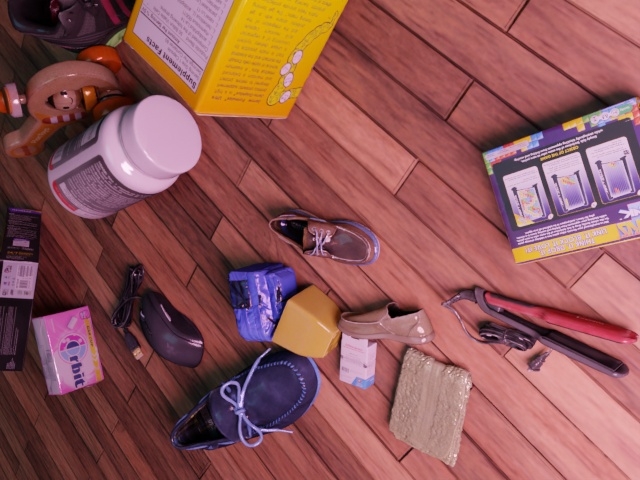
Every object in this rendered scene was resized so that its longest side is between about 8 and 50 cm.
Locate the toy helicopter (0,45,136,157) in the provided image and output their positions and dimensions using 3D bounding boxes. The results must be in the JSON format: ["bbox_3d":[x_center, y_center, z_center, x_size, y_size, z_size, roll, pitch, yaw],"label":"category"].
[{"bbox_3d":[-0.541,-0.245,1.130,0.355,0.234,0.140,-25,83,38],"label":"toy helicopter"}]

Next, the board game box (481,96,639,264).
[{"bbox_3d":[0.284,-0.061,0.642,0.170,0.048,0.141,-17,89,38],"label":"board game box"}]

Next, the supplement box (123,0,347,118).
[{"bbox_3d":[-0.087,-0.368,0.782,0.194,0.195,0.357,46,121,23],"label":"supplement box"}]

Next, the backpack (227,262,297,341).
[{"bbox_3d":[-0.088,0.102,0.927,0.101,0.098,0.120,-1,96,34],"label":"backpack"}]

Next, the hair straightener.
[{"bbox_3d":[0.250,0.119,0.700,0.230,0.047,0.089,15,106,35],"label":"hair straightener"}]

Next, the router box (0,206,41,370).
[{"bbox_3d":[-0.724,0.113,1.370,0.243,0.080,0.309,54,130,52],"label":"router box"}]

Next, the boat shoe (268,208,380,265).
[{"bbox_3d":[0.000,0.000,0.860,0.183,0.066,0.066,15,107,35],"label":"boat shoe"}]

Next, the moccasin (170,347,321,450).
[{"bbox_3d":[-0.134,0.298,0.984,0.342,0.116,0.138,-43,72,35],"label":"moccasin"}]

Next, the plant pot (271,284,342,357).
[{"bbox_3d":[-0.010,0.132,0.886,0.083,0.081,0.081,32,116,19],"label":"plant pot"}]

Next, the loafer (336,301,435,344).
[{"bbox_3d":[0.091,0.113,0.820,0.147,0.056,0.050,2,98,27],"label":"loafer"}]

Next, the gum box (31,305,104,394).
[{"bbox_3d":[-0.577,0.255,1.327,0.062,0.107,0.189,-12,90,39],"label":"gum box"}]

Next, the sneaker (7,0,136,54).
[{"bbox_3d":[-0.374,-0.456,0.983,0.482,0.202,0.186,-23,85,38],"label":"sneaker"}]

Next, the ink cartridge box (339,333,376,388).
[{"bbox_3d":[0.057,0.174,0.871,0.048,0.028,0.084,12,105,36],"label":"ink cartridge box"}]

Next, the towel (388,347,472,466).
[{"bbox_3d":[0.152,0.231,0.809,0.110,0.027,0.148,18,110,35],"label":"towel"}]

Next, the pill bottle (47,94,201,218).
[{"bbox_3d":[-0.355,-0.147,1.050,0.283,0.161,0.162,-15,88,38],"label":"pill bottle"}]

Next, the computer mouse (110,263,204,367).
[{"bbox_3d":[-0.347,0.190,1.168,0.262,0.060,0.184,42,120,25],"label":"computer mouse"}]
